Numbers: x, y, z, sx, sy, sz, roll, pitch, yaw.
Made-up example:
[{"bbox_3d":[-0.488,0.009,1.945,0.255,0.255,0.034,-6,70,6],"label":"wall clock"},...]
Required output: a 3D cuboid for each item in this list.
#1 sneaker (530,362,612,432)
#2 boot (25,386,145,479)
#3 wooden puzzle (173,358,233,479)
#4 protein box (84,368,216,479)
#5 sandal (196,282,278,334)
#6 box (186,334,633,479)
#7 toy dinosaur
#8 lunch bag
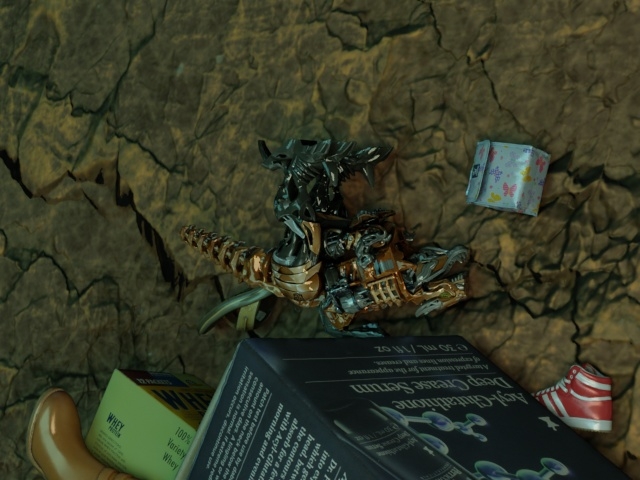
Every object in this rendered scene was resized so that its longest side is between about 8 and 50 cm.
[{"bbox_3d":[0.237,0.152,1.227,0.118,0.042,0.067,4,87,31],"label":"sneaker"},{"bbox_3d":[-0.252,0.264,1.377,0.152,0.073,0.197,-3,93,38],"label":"boot"},{"bbox_3d":[-0.043,0.248,1.324,0.238,0.221,0.044,-62,23,13],"label":"wooden puzzle"},{"bbox_3d":[-0.173,0.286,1.442,0.200,0.136,0.201,30,101,36],"label":"protein box"},{"bbox_3d":[-0.075,0.078,1.457,0.180,0.072,0.049,-27,89,25],"label":"sandal"},{"bbox_3d":[0.109,0.273,1.093,0.395,0.294,0.212,41,118,42],"label":"box"},{"bbox_3d":[0.000,0.000,1.341,0.322,0.164,0.218,3,93,-1],"label":"toy dinosaur"},{"bbox_3d":[0.191,-0.067,1.290,0.083,0.053,0.071,14,90,46],"label":"lunch bag"}]
